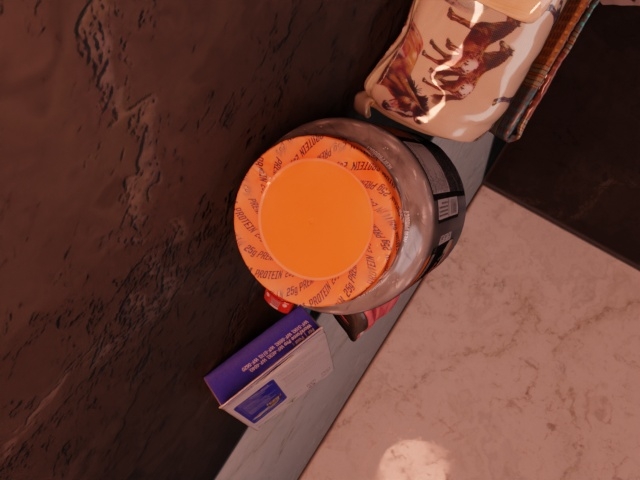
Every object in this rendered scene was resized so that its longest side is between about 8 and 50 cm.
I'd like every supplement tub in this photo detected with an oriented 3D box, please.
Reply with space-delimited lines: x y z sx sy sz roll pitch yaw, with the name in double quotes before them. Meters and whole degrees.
"supplement tub" 0.042 -0.030 0.779 0.194 0.193 0.316 -62 165 14

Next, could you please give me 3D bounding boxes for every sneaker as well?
"sneaker" 0.075 0.085 1.245 0.136 0.116 0.314 -37 174 0

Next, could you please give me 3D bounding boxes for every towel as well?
"towel" 0.363 -0.322 1.315 0.272 0.040 0.370 -63 -171 15

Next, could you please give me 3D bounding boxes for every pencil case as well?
"pencil case" 0.183 -0.297 0.789 0.160 0.183 0.411 -94 -156 -58

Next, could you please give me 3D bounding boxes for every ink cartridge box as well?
"ink cartridge box" -0.065 0.184 1.034 0.165 0.065 0.333 -36 163 -10

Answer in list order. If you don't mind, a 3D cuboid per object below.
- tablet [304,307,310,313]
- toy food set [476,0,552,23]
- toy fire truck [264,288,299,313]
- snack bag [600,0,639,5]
"tablet" -0.031 0.133 1.255 0.054 0.006 0.083 -37 155 -57
"toy food set" 0.030 -0.231 0.274 0.306 0.092 0.220 8 117 -36
"toy fire truck" 0.000 0.000 0.999 0.192 0.047 0.135 -44 160 -43
"snack bag" 0.379 -0.451 0.885 0.342 0.037 0.323 -70 151 -69
